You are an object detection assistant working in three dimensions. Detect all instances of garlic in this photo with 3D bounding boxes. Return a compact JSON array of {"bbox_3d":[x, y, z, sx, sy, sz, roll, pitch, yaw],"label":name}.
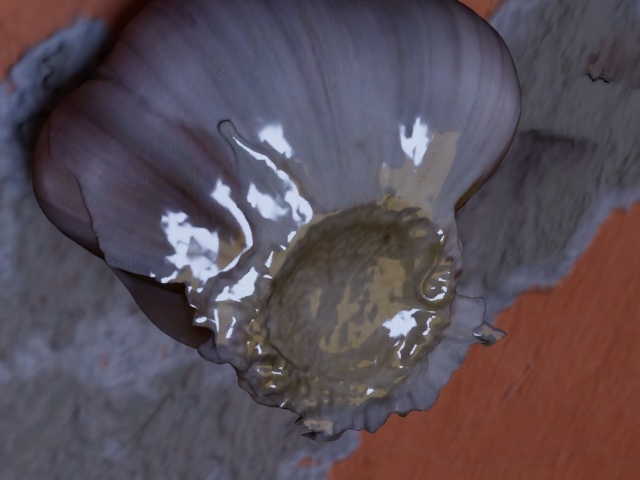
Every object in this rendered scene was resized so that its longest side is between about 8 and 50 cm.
[{"bbox_3d":[0.000,0.000,0.867,0.207,0.207,0.257,-46,152,-6],"label":"garlic"}]
